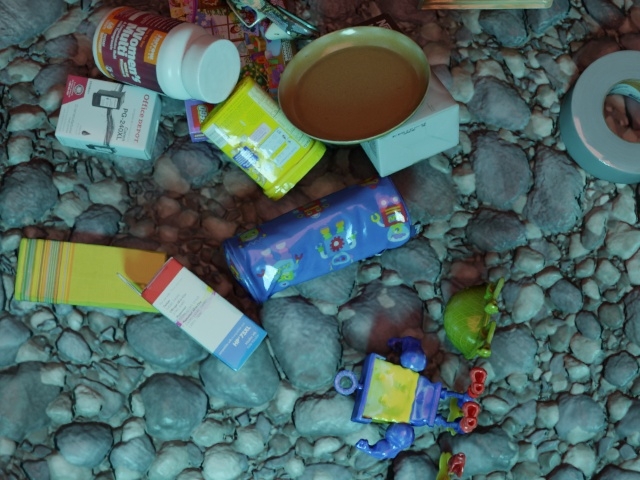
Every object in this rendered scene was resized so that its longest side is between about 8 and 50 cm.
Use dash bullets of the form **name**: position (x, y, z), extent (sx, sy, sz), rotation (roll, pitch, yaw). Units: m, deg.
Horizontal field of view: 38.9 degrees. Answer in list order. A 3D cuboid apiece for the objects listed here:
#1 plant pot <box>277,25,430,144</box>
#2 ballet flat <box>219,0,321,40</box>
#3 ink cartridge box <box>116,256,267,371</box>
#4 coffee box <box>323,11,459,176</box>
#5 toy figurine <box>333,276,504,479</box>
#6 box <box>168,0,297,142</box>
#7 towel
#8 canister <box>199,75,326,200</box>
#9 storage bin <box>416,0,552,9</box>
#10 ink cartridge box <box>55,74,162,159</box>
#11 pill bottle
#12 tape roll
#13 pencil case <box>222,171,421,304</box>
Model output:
- **plant pot**: position (0.053, -0.234, 1.390), extent (0.236, 0.032, 0.236), rotation (-7, 55, 10)
- **ballet flat**: position (-0.088, -0.369, 1.494), extent (0.188, 0.070, 0.070), rotation (35, 79, 5)
- **ink cartridge box**: position (-0.197, 0.102, 1.397), extent (0.231, 0.134, 0.078), rotation (39, 80, -1)
- **coffee box**: position (0.105, -0.239, 1.464), extent (0.141, 0.098, 0.246), rotation (-23, 55, -8)
- **toy figurine**: position (0.132, 0.208, 1.383), extent (0.217, 0.191, 0.362), rotation (12, 77, 4)
- **box**: position (-0.143, -0.325, 1.535), extent (0.201, 0.057, 0.293), rotation (-10, 79, -5)
- **towel**: position (-0.371, 0.057, 1.466), extent (0.237, 0.021, 0.102), rotation (6, 84, -3)
- **canister**: position (-0.094, -0.165, 1.457), extent (0.126, 0.073, 0.170), rotation (-44, 109, 9)
- **storage bin**: position (0.305, -0.497, 1.493), extent (0.260, 0.262, 0.123), rotation (-1, 76, -3)
- **ink cartridge box**: position (-0.347, -0.203, 1.496), extent (0.150, 0.063, 0.109), rotation (9, 78, -1)
- **pill bottle**: position (-0.243, -0.291, 1.431), extent (0.221, 0.121, 0.121), rotation (21, 77, 29)
- **tape roll**: position (0.523, -0.209, 1.542), extent (0.219, 0.072, 0.219), rotation (1, 79, -4)
- **pencil case**: position (0.000, 0.000, 1.448), extent (0.306, 0.119, 0.133), rotation (-23, 119, -8)
